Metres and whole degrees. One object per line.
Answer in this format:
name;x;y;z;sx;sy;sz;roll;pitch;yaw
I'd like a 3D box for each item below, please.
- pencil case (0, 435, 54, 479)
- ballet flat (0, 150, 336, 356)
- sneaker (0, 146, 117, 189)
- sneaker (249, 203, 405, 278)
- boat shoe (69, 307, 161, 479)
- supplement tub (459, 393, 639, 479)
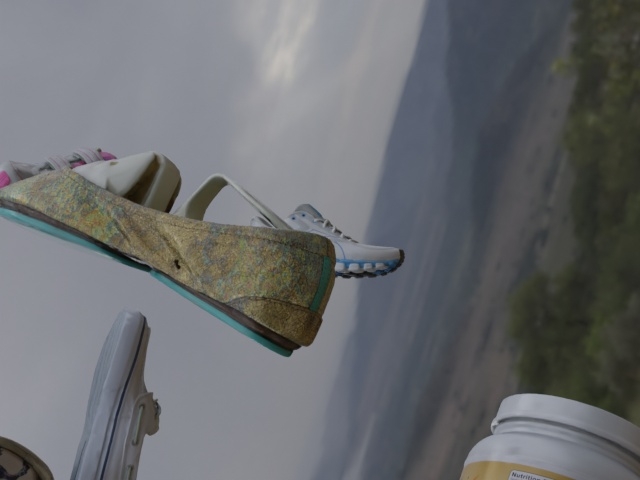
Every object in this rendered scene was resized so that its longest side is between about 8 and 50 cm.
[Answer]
pencil case;-0.478;0.323;1.642;0.160;0.410;0.183;55;-140;-24
ballet flat;-0.127;-0.013;1.224;0.123;0.348;0.123;-30;-49;-42
sneaker;-0.324;-0.078;1.919;0.111;0.103;0.252;-48;-25;20
sneaker;0.000;0.000;1.613;0.071;0.190;0.083;32;-119;-71
boat shoe;-0.205;0.183;1.535;0.083;0.075;0.226;-134;60;-70
supplement tub;0.245;0.353;1.623;0.228;0.228;0.316;99;-168;-67
